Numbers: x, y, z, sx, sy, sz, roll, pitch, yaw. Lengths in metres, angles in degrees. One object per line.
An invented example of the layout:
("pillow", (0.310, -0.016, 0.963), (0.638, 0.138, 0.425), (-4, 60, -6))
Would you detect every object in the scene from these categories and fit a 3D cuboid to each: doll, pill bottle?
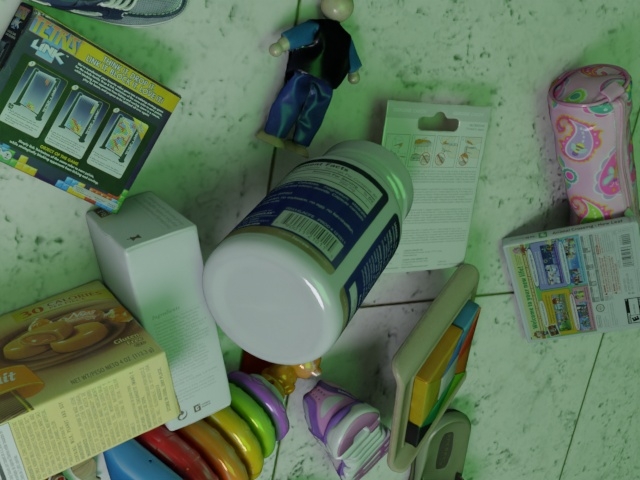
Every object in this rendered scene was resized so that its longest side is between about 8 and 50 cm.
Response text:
("doll", (-0.010, -0.192, 0.965), (0.129, 0.046, 0.189), (17, 100, -40))
("pill bottle", (0.000, 0.000, 0.932), (0.264, 0.153, 0.153), (-50, 139, -49))

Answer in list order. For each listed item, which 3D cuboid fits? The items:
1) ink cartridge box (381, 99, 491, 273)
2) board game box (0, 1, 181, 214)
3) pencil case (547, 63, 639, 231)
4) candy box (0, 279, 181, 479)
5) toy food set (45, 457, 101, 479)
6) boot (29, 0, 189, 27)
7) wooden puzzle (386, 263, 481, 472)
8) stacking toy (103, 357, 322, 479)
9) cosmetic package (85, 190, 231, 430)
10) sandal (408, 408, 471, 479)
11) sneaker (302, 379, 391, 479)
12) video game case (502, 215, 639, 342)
("ink cartridge box", (0.126, -0.070, 1.121), (0.181, 0.056, 0.224), (-3, 106, -34))
("board game box", (-0.242, -0.123, 0.830), (0.170, 0.048, 0.141), (29, 90, -40))
("pencil case", (0.409, -0.112, 1.254), (0.124, 0.124, 0.284), (-34, 125, -19))
("candy box", (-0.318, 0.158, 0.814), (0.317, 0.183, 0.087), (-22, 121, -26))
("toy food set", (-0.301, 0.248, 0.977), (0.078, 0.019, 0.122), (-25, 131, -24))
("boot", (-0.195, -0.229, 0.789), (0.190, 0.086, 0.069), (-3, 112, -35))
("wooden puzzle", (0.162, 0.181, 1.182), (0.221, 0.044, 0.238), (-47, 148, -36))
("stacking toy", (-0.103, 0.219, 1.037), (0.302, 0.175, 0.165), (-42, 150, -33))
("cosmetic package", (-0.172, 0.076, 0.927), (0.086, 0.117, 0.231), (-22, 123, -27))
("sandal", (0.193, 0.412, 1.358), (0.120, 0.086, 0.302), (-13, 117, -31))
("sneaker", (0.030, 0.257, 1.174), (0.095, 0.105, 0.236), (-44, 152, -16))
("video game case", (0.393, 0.065, 1.307), (0.194, 0.023, 0.212), (-11, 127, 17))
